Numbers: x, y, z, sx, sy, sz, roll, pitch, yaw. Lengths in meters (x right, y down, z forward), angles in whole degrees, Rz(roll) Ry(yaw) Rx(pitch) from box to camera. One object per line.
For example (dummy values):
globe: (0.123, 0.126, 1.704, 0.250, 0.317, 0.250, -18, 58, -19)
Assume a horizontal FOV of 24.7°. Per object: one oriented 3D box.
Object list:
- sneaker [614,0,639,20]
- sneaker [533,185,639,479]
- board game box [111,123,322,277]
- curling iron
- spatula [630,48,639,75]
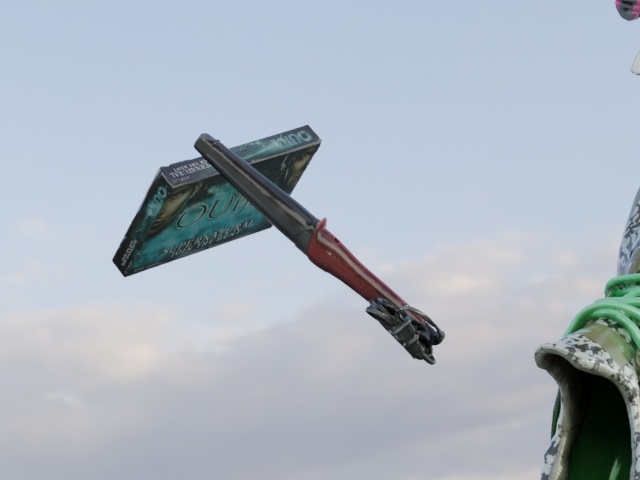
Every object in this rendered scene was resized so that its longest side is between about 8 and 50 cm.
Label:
sneaker: (0.372, -0.305, 1.655, 0.057, 0.119, 0.047, -10, 34, -44)
sneaker: (0.231, 0.087, 1.033, 0.158, 0.410, 0.182, -12, -38, 40)
board game box: (-0.093, -0.037, 1.334, 0.186, 0.026, 0.126, -21, -27, -43)
curling iron: (0.000, 0.000, 1.198, 0.035, 0.274, 0.068, -45, -15, -4)
spatula: (0.203, -0.124, 0.396, 0.168, 0.242, 0.019, 5, -39, 39)
